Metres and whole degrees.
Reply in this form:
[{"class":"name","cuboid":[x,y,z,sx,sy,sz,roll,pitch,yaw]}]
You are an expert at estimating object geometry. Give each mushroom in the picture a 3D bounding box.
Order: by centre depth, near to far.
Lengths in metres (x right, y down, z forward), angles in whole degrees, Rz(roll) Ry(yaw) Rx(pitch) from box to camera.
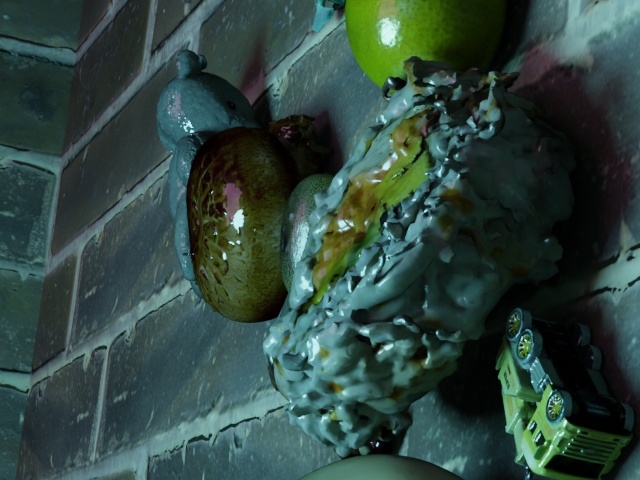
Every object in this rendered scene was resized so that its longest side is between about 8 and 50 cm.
[{"class":"mushroom","cuboid":[-0.090,-0.034,2.246,0.297,0.163,0.278,167,114,-77]}]

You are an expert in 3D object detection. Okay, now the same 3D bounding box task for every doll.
[{"class":"doll","cuboid":[-0.141,-0.087,2.487,0.246,0.158,0.340,64,-165,-59]}]

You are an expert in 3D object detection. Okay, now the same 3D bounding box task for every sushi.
[{"class":"sushi","cuboid":[0.089,0.013,1.663,0.417,0.176,0.417,-58,11,18]}]

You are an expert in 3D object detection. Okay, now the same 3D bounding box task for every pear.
[{"class":"pear","cuboid":[0.127,-0.247,1.807,0.216,0.166,0.180,-40,22,20]}]

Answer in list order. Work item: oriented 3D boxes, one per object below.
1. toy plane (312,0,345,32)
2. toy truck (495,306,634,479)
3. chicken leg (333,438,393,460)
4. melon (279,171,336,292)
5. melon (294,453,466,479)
[{"class":"toy plane","cuboid":[0.014,-0.380,2.319,0.096,0.060,0.235,-12,63,55]},{"class":"toy truck","cuboid":[0.195,0.138,1.493,0.169,0.077,0.100,-110,39,-53]},{"class":"chicken leg","cuboid":[0.042,0.172,1.917,0.105,0.063,0.234,-59,26,33]},{"class":"melon","cuboid":[0.000,0.000,2.079,0.099,0.099,0.162,-166,83,-70]},{"class":"melon","cuboid":[0.057,0.302,1.564,0.317,0.223,0.223,172,108,-67]}]
